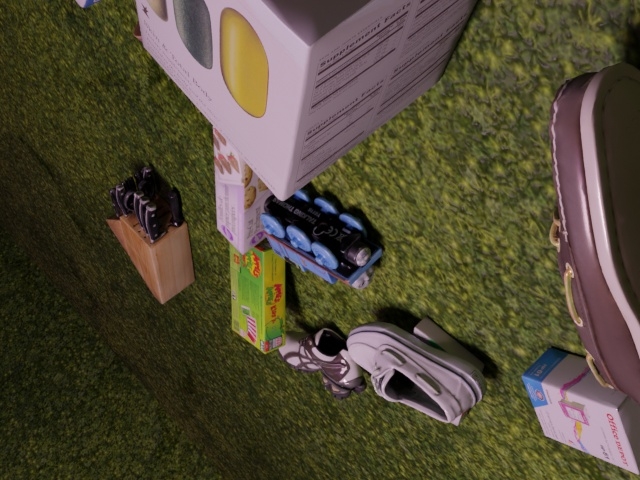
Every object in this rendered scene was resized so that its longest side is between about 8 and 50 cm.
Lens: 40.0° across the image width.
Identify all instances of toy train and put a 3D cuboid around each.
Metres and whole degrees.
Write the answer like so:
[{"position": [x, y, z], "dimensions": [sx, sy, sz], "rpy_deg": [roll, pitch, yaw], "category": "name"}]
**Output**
[{"position": [0.000, 0.000, 1.126], "dimensions": [0.184, 0.080, 0.105], "rpy_deg": [29, 157, 38], "category": "toy train"}]

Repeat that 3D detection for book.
[{"position": [0.158, 0.171, 1.133], "dimensions": [0.096, 0.035, 0.144], "rpy_deg": [39, 150, 25], "category": "book"}]

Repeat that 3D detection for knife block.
[{"position": [-0.297, -0.004, 1.642], "dimensions": [0.242, 0.088, 0.275], "rpy_deg": [7, 130, 59], "category": "knife block"}]

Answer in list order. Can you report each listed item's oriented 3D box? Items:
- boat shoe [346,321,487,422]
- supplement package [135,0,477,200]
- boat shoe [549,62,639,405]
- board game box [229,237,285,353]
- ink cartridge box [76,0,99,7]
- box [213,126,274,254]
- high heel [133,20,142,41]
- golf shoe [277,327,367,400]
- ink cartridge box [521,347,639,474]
[{"position": [0.098, 0.162, 1.095], "dimensions": [0.226, 0.076, 0.083], "rpy_deg": [10, 130, 51], "category": "boat shoe"}, {"position": [-0.012, -0.200, 0.671], "dimensions": [0.199, 0.198, 0.262], "rpy_deg": [48, 164, 9], "category": "supplement package"}, {"position": [0.230, 0.012, 0.675], "dimensions": [0.097, 0.116, 0.324], "rpy_deg": [15, 142, 50], "category": "boat shoe"}, {"position": [-0.099, 0.076, 1.378], "dimensions": [0.092, 0.043, 0.181], "rpy_deg": [29, 128, 42], "category": "board game box"}, {"position": [-0.214, -0.427, 0.818], "dimensions": [0.270, 0.151, 0.395], "rpy_deg": [55, 158, -6], "category": "ink cartridge box"}, {"position": [-0.100, -0.096, 1.183], "dimensions": [0.063, 0.067, 0.324], "rpy_deg": [44, 154, 19], "category": "box"}, {"position": [-0.117, -0.226, 1.050], "dimensions": [0.244, 0.082, 0.117], "rpy_deg": [4, 157, 44], "category": "high heel"}, {"position": [0.001, 0.167, 1.379], "dimensions": [0.198, 0.077, 0.093], "rpy_deg": [24, 126, 45], "category": "golf shoe"}, {"position": [0.274, 0.169, 0.885], "dimensions": [0.122, 0.052, 0.088], "rpy_deg": [12, 134, 54], "category": "ink cartridge box"}]
